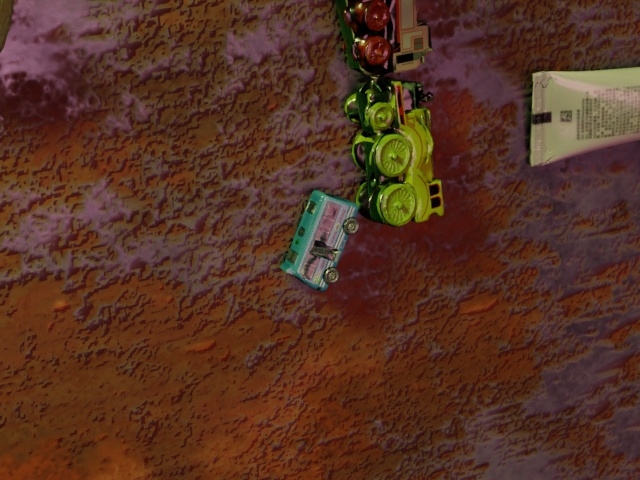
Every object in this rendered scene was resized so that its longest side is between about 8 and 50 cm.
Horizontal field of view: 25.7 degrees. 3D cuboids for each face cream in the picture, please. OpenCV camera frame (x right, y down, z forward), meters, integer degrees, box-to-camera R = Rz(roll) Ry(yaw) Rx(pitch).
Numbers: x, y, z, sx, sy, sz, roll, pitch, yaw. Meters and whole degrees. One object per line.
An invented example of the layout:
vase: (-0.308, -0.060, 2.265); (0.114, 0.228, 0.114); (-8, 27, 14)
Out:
face cream: (0.310, -0.129, 1.321); (0.243, 0.058, 0.092); (-10, 115, -15)

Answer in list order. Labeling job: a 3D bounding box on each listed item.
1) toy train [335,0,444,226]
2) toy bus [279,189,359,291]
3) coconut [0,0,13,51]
toy train: (0.059, -0.133, 1.210); (0.085, 0.053, 0.250); (-17, 111, -27)
toy bus: (0.000, 0.000, 1.229); (0.046, 0.038, 0.083); (20, 95, -22)
coconut: (-0.272, -0.174, 1.034); (0.087, 0.088, 0.096); (6, 86, -25)
